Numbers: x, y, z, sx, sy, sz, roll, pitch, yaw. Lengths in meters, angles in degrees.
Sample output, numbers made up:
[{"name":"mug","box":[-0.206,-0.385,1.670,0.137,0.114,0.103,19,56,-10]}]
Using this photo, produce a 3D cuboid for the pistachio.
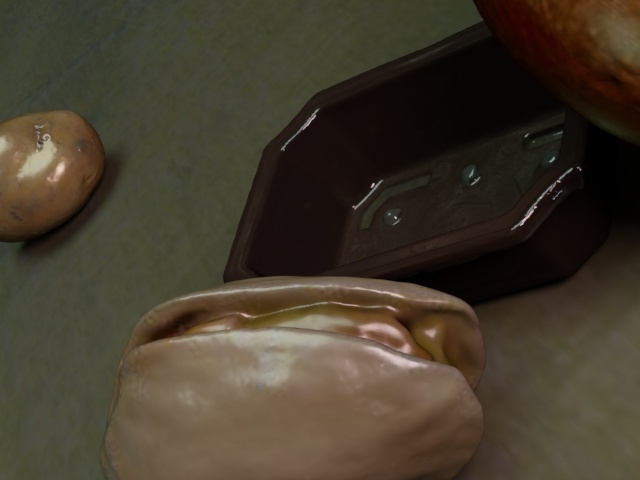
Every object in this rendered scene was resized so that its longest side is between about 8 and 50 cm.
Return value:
[{"name":"pistachio","box":[-0.021,0.084,0.622,0.223,0.152,0.126,-22,30,28]}]

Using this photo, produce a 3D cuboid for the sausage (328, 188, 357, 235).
[{"name":"sausage","box":[0.000,0.000,0.804,0.029,0.029,0.223,-6,51,48]}]

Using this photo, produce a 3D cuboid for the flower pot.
[{"name":"flower pot","box":[0.069,-0.027,0.701,0.251,0.084,0.179,-18,42,38]}]

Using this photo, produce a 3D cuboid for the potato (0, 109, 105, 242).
[{"name":"potato","box":[-0.270,-0.061,1.130,0.147,0.112,0.112,-36,33,7]}]

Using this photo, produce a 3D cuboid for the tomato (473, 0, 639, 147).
[{"name":"tomato","box":[0.207,-0.179,0.504,0.303,0.303,0.239,-28,6,30]}]
